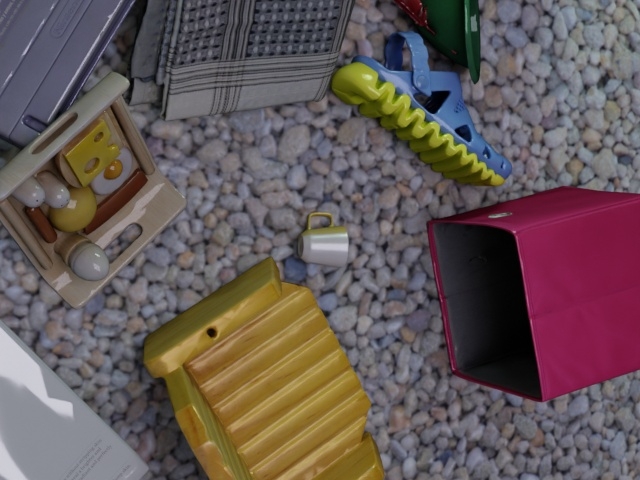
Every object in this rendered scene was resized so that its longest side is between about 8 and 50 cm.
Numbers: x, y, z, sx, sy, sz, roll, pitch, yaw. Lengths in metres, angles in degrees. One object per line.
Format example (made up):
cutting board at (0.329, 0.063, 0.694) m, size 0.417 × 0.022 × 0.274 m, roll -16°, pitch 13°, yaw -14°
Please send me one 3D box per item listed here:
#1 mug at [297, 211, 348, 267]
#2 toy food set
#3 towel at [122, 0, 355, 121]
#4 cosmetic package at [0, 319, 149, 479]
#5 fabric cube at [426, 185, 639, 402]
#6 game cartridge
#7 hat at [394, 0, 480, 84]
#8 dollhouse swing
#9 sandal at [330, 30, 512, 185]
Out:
mug at (0.000, 0.004, 1.987) m, size 0.064 × 0.078 × 0.062 m, roll 1°, pitch 127°, yaw -16°
toy food set at (-0.288, -0.055, 1.744) m, size 0.092 × 0.306 × 0.220 m, roll 39°, pitch 74°, yaw 24°
towel at (-0.092, -0.302, 1.808) m, size 0.324 × 0.056 × 0.312 m, roll -7°, pitch 134°, yaw -30°
cosmetic package at (-0.434, 0.230, 1.747) m, size 0.217 × 0.156 × 0.385 m, roll -45°, pitch 109°, yaw -15°
fabric cube at (0.347, 0.068, 2.037) m, size 0.258 × 0.254 × 0.259 m, roll -15°, pitch 100°, yaw -23°
game cartridge at (-0.365, -0.308, 1.730) m, size 0.230 × 0.068 × 0.355 m, roll 28°, pitch 81°, yaw 11°
hat at (0.138, -0.330, 2.022) m, size 0.183 × 0.173 × 0.209 m, roll -2°, pitch 105°, yaw 11°
dollhouse swing at (-0.042, 0.248, 1.847) m, size 0.315 × 0.305 × 0.347 m, roll -33°, pitch 106°, yaw -18°
sandal at (0.172, -0.194, 2.010) m, size 0.317 × 0.126 × 0.138 m, roll 38°, pitch 74°, yaw -24°
